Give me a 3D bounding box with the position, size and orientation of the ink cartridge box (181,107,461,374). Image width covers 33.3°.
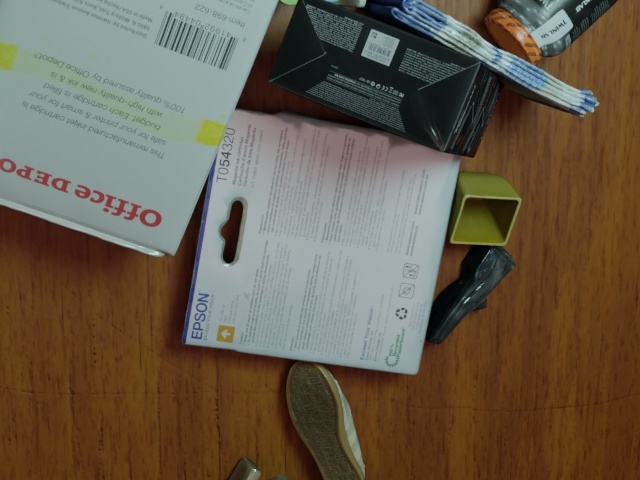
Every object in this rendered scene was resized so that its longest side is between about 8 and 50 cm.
[{"bbox_3d":[0.000,0.000,1.430,0.330,0.071,0.324,9,100,-10],"label":"ink cartridge box"}]

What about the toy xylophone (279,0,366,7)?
[{"bbox_3d":[-0.087,-0.398,1.317,0.323,0.081,0.236,-1,102,-12],"label":"toy xylophone"}]

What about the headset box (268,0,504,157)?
[{"bbox_3d":[0.093,-0.188,1.284,0.218,0.293,0.110,24,99,12],"label":"headset box"}]

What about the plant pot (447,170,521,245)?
[{"bbox_3d":[0.214,-0.051,1.449,0.081,0.083,0.081,3,127,-12],"label":"plant pot"}]

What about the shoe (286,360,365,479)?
[{"bbox_3d":[0.008,0.260,1.499,0.077,0.058,0.219,-16,102,13],"label":"shoe"}]

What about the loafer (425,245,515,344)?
[{"bbox_3d":[0.210,0.080,1.495,0.061,0.062,0.170,35,95,-21],"label":"loafer"}]

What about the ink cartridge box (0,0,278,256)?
[{"bbox_3d":[-0.231,-0.211,1.231,0.279,0.160,0.384,20,115,-12],"label":"ink cartridge box"}]

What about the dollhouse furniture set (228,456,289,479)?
[{"bbox_3d":[0.031,0.513,1.371,0.362,0.394,0.256,31,85,-17],"label":"dollhouse furniture set"}]

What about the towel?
[{"bbox_3d":[0.194,-0.237,1.343,0.285,0.209,0.034,25,98,-15],"label":"towel"}]

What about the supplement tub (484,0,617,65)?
[{"bbox_3d":[0.314,-0.322,1.398,0.190,0.117,0.117,-43,107,-1],"label":"supplement tub"}]
